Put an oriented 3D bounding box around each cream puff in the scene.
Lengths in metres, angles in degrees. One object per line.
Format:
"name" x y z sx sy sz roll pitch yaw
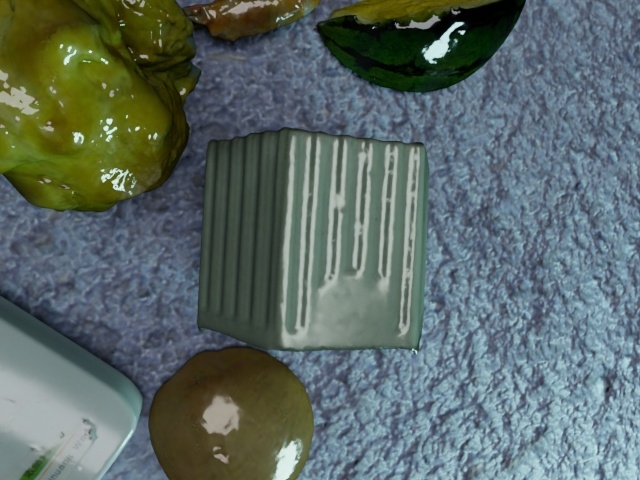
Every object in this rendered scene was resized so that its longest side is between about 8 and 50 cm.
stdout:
"cream puff" -0.201 -0.161 0.378 0.185 0.282 0.281 -31 101 4

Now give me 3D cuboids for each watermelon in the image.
"watermelon" 0.148 -0.270 0.572 0.301 0.123 0.129 -20 66 -13

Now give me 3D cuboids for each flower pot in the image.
"flower pot" 0.000 0.000 0.470 0.240 0.209 0.189 2 92 -14

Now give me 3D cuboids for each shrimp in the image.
"shrimp" -0.082 -0.292 0.523 0.188 0.051 0.132 -32 79 -16

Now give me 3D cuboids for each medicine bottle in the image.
"medicine bottle" -0.334 0.140 0.436 0.296 0.111 0.161 40 82 -13

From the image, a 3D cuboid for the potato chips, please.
"potato chips" -0.096 0.230 0.532 0.196 0.062 0.207 -1 91 -17
